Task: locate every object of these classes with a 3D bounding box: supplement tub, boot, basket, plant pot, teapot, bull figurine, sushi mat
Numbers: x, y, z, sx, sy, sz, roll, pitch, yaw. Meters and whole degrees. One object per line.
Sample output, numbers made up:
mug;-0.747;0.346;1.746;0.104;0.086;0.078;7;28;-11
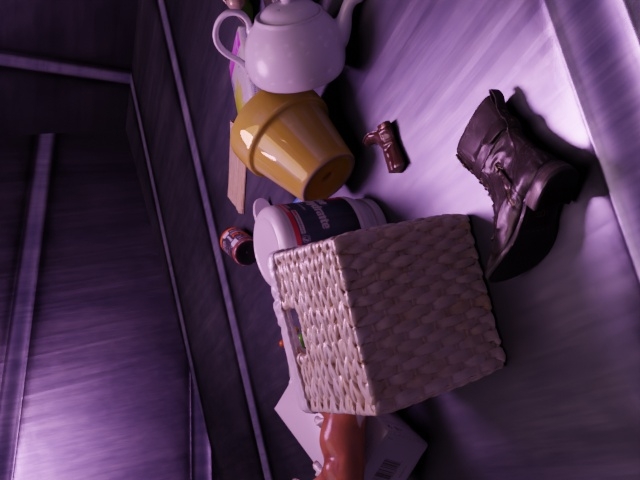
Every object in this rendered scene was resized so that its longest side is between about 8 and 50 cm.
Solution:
supplement tub;0.000;0.000;1.333;0.191;0.273;0.191;30;124;56
boot;0.296;-0.088;0.958;0.229;0.091;0.262;-120;37;-44
basket;0.115;0.134;1.097;0.266;0.332;0.328;-24;78;60
plant pot;-0.051;-0.225;1.420;0.239;0.254;0.254;48;142;22
boot;-0.190;-0.040;1.913;0.086;0.069;0.189;-28;76;59
boot;0.140;-0.189;1.267;0.106;0.037;0.114;-37;70;63
supplement tub;-0.302;0.014;2.109;0.198;0.106;0.105;32;127;55
teapot;-0.070;-0.465;1.318;0.253;0.256;0.187;26;142;36
bull figurine;0.038;0.410;1.262;0.188;0.101;0.310;-27;43;40
sushi mat;-0.306;-0.269;2.120;0.151;0.019;0.316;49;139;47

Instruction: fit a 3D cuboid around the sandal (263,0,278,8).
sandal;-0.071;-0.548;1.488;0.120;0.086;0.302;24;138;36

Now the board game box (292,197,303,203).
board game box;-0.021;-0.026;1.614;0.160;0.047;0.210;-42;61;59

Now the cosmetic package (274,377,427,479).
cosmetic package;0.060;0.451;1.419;0.196;0.155;0.365;-58;34;4

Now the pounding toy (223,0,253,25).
pounding toy;-0.248;-0.754;1.732;0.183;0.110;0.237;49;-171;-1

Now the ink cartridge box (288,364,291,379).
ink cartridge box;-0.077;0.415;1.865;0.235;0.056;0.171;19;116;58

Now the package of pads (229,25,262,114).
package of pads;-0.196;-0.460;1.695;0.296;0.101;0.229;149;110;-75

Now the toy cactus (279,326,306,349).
toy cactus;-0.038;0.352;1.660;0.219;0.112;0.180;-123;12;-71
